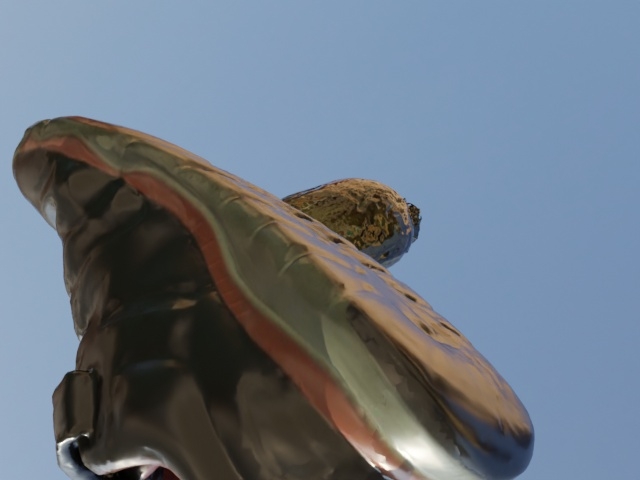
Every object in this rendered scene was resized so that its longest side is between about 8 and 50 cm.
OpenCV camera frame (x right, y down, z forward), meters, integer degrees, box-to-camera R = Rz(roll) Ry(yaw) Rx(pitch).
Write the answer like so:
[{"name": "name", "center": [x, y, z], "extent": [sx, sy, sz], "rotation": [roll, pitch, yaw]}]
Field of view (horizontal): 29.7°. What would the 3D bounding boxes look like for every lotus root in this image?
[{"name": "lotus root", "center": [0.000, 0.000, 0.884], "extent": [0.179, 0.089, 0.080], "rotation": [-15, -110, -34]}]

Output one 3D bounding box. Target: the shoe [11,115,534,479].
[{"name": "shoe", "center": [-0.047, 0.046, 0.488], "extent": [0.291, 0.114, 0.137], "rotation": [38, -82, 45]}]
